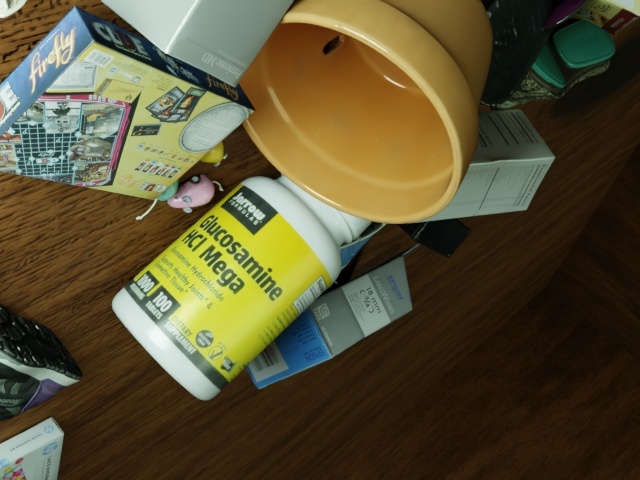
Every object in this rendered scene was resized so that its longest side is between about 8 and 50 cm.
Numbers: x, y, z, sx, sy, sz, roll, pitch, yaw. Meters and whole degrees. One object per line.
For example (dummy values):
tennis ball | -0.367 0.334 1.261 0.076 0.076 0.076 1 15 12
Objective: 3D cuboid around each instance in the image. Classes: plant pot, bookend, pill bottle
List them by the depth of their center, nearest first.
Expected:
plant pot | 0.069 -0.190 0.845 0.203 0.291 0.291 -54 162 -28
pill bottle | -0.096 0.036 0.988 0.334 0.188 0.188 -44 156 -11
bookend | 0.186 -0.054 1.411 0.072 0.157 0.156 -53 144 11

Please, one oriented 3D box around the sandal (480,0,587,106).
sandal | 0.347 -0.390 1.057 0.168 0.107 0.445 29 89 -34

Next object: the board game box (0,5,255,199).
board game box | -0.193 -0.117 0.710 0.165 0.042 0.243 -37 161 19

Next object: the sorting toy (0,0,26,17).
sorting toy | -0.230 -0.224 0.543 0.075 0.045 0.083 -43 157 -30

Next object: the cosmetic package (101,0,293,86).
cosmetic package | -0.073 -0.271 0.660 0.238 0.107 0.127 -57 159 13

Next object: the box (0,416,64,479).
box | -0.457 0.342 1.024 0.186 0.038 0.145 -25 148 -44

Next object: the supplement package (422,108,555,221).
supplement package | 0.255 -0.132 1.286 0.244 0.133 0.139 -6 140 -20

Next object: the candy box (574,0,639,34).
candy box | 0.528 -0.502 1.159 0.316 0.088 0.183 -63 175 11

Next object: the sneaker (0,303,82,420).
sneaker | -0.369 0.138 0.785 0.124 0.107 0.283 -38 155 -9

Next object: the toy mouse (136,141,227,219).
toy mouse | -0.167 -0.069 0.898 0.143 0.031 0.161 -45 157 -7

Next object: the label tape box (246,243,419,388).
label tape box | 0.041 0.139 1.374 0.334 0.106 0.241 -24 174 -42

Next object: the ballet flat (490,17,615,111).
ballet flat | 0.387 -0.317 1.352 0.182 0.164 0.483 -34 172 40

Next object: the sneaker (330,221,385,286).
sneaker | 0.000 0.000 1.212 0.330 0.130 0.147 -40 167 -5
